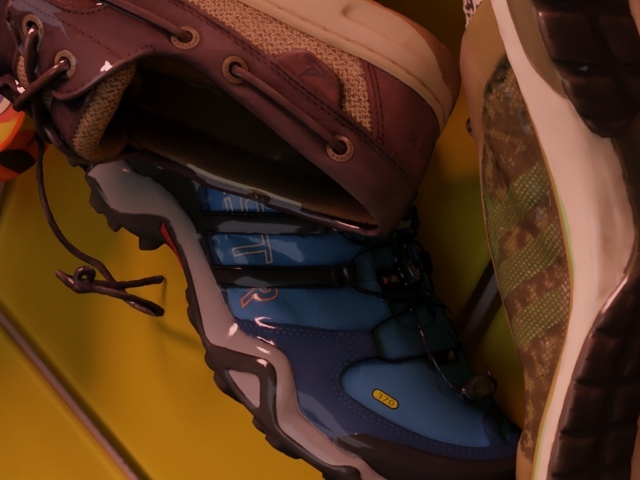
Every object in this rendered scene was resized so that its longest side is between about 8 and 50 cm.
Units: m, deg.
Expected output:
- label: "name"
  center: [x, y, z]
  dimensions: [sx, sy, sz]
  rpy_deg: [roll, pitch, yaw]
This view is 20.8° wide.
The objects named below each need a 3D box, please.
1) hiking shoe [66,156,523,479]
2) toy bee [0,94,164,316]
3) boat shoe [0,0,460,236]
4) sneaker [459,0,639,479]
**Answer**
- label: "hiking shoe"
  center: [0.000, 0.000, 0.812]
  dimensions: [0.304, 0.113, 0.132]
  rpy_deg: [47, 119, 17]
- label: "toy bee"
  center: [-0.215, -0.076, 1.000]
  dimensions: [0.195, 0.298, 0.162]
  rpy_deg: [167, 120, -79]
- label: "boat shoe"
  center: [-0.085, -0.078, 0.733]
  dimensions: [0.285, 0.092, 0.103]
  rpy_deg: [18, 148, -2]
- label: "sneaker"
  center: [0.124, -0.008, 0.702]
  dimensions: [0.182, 0.158, 0.410]
  rpy_deg: [-137, 42, -70]
